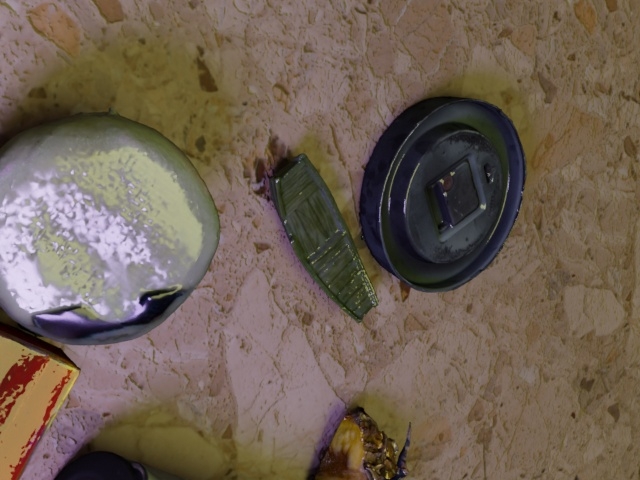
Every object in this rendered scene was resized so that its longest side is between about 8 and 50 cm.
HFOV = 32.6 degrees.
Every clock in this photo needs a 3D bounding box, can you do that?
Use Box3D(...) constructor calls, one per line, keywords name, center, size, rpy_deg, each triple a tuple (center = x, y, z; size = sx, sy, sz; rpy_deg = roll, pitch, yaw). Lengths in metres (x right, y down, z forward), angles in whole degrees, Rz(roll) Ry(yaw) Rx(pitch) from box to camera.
Box3D(name="clock", center=(0.192, -0.073, 1.700), size=(0.312, 0.061, 0.313), rpy_deg=(-14, 114, -35))

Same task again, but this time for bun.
Box3D(name="bun", center=(-0.268, -0.021, 1.282), size=(0.283, 0.179, 0.283), rpy_deg=(-4, 106, -13))

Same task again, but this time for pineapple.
Box3D(name="pineapple", center=(0.075, 0.419, 1.718), size=(0.161, 0.158, 0.335), rpy_deg=(18, 93, -42))

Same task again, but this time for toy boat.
Box3D(name="toy boat", center=(0.000, 0.000, 1.577), size=(0.093, 0.055, 0.293), rpy_deg=(-43, 127, -20))

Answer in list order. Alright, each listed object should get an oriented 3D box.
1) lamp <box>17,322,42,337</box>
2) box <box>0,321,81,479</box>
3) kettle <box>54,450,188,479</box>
Box3D(name="lamp", center=(-0.352, 0.146, 1.345), size=(0.041, 0.054, 0.121), rpy_deg=(-1, 106, -39))
Box3D(name="box", center=(-0.454, 0.158, 1.217), size=(0.313, 0.089, 0.197), rpy_deg=(31, 84, -31))
Box3D(name="kettle", center=(-0.227, 0.478, 1.479), size=(0.361, 0.250, 0.376), rpy_deg=(-42, 131, 17))
